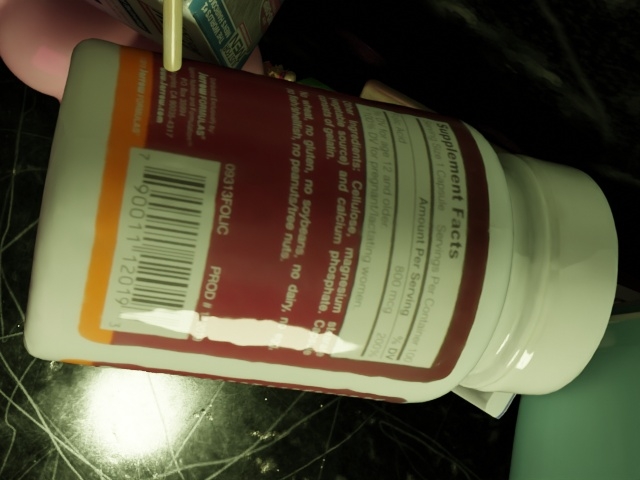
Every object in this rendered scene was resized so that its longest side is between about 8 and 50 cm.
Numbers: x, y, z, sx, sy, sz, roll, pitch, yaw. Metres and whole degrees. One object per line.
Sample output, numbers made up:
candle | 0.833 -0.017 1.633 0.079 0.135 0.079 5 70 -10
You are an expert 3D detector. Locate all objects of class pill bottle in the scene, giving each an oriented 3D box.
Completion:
pill bottle | 0.000 0.000 0.627 0.392 0.224 0.224 10 -177 -17

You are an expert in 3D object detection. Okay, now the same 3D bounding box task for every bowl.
bowl | 0.297 0.130 0.700 0.312 0.163 0.311 -9 175 -1

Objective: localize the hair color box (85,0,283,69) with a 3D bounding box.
hair color box | -0.195 -0.258 0.592 0.347 0.105 0.174 31 177 5

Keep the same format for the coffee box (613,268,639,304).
coffee box | 0.377 0.121 0.938 0.247 0.098 0.141 30 175 22

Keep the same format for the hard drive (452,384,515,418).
hard drive | 0.226 0.125 1.329 0.040 0.210 0.319 35 175 -29

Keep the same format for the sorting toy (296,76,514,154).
sorting toy | 0.081 -0.029 0.807 0.348 0.196 0.047 31 -152 12

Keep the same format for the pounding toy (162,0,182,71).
pounding toy | -0.085 -0.183 0.427 0.100 0.141 0.130 32 176 -3

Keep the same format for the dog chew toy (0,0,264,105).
dog chew toy | -0.210 -0.206 0.801 0.332 0.206 0.207 44 171 -28

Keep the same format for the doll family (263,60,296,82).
doll family | -0.055 -0.127 1.034 0.163 0.118 0.263 32 176 2
